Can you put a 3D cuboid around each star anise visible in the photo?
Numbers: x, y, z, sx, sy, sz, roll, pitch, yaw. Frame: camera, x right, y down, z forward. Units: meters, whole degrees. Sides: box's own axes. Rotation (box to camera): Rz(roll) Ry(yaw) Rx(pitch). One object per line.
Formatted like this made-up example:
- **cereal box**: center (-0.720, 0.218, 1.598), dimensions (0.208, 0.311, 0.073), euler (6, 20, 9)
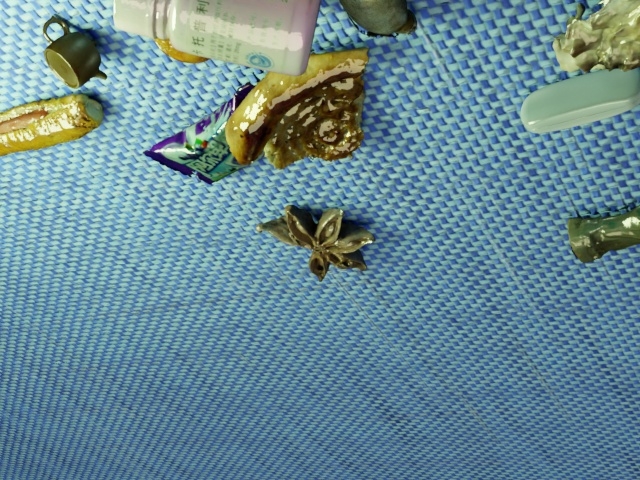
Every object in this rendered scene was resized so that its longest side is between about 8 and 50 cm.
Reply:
- **star anise**: center (0.011, -0.007, 1.938), dimensions (0.172, 0.063, 0.208), euler (-24, 131, 36)

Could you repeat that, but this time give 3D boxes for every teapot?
- **teapot**: center (-0.363, -0.278, 1.620), dimensions (0.121, 0.068, 0.076), euler (54, 153, -20)

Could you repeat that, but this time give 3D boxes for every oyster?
- **oyster**: center (0.406, -0.262, 1.255), dimensions (0.114, 0.238, 0.351), euler (63, 156, -5)

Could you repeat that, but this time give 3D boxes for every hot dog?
- **hot dog**: center (-0.479, -0.180, 1.805), dimensions (0.289, 0.068, 0.083), euler (-12, 148, 30)

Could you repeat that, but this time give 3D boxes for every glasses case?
- **glasses case**: center (0.363, -0.195, 1.523), dimensions (0.179, 0.067, 0.045), euler (-13, 139, 33)

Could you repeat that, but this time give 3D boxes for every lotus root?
- **lotus root**: center (0.072, -0.311, 1.424), dimensions (0.088, 0.088, 0.165), euler (-6, 154, 25)

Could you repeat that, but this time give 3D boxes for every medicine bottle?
- **medicine bottle**: center (-0.128, -0.308, 1.417), dimensions (0.255, 0.152, 0.152), euler (11, 148, -2)

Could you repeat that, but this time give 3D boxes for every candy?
- **candy**: center (-0.149, -0.161, 1.736), dimensions (0.145, 0.070, 0.275), euler (27, 141, -36)

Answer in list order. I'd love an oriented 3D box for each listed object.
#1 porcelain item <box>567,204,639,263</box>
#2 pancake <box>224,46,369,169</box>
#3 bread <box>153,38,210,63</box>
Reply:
- **porcelain item**: center (0.511, -0.022, 1.763), dimensions (0.216, 0.069, 0.081), euler (-16, 135, 28)
- **pancake**: center (-0.035, -0.187, 1.619), dimensions (0.213, 0.056, 0.257), euler (-3, 140, -5)
- **bread**: center (-0.193, -0.301, 1.550), dimensions (0.126, 0.044, 0.129), euler (4, 151, 13)
